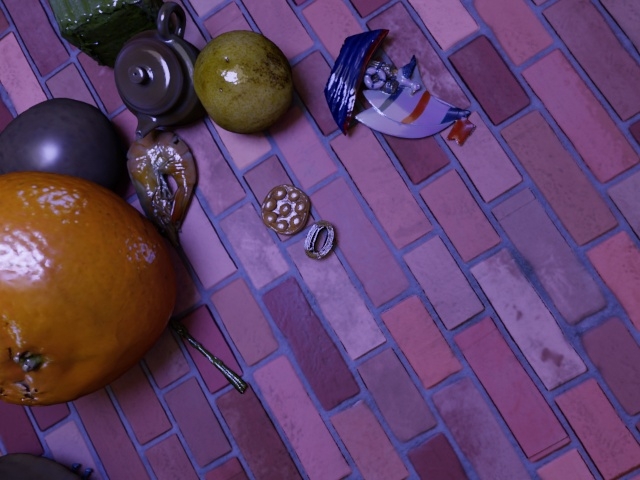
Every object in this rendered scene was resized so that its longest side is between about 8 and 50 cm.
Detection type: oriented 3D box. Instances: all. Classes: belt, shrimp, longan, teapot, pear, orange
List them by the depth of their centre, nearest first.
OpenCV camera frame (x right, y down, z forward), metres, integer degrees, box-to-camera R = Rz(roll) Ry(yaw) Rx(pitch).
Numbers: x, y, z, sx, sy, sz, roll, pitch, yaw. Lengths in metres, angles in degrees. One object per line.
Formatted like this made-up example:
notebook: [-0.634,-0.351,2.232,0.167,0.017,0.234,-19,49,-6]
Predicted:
orange: [-0.478,0.092,0.748,0.422,0.326,0.425,-5,125,-7]
pear: [-0.141,-0.313,0.832,0.197,0.197,0.198,-1,86,8]
teapot: [-0.323,-0.337,0.846,0.185,0.175,0.268,18,106,0]
belt: [0.000,0.000,0.873,0.059,0.036,0.084,23,90,3]
longan: [-0.536,-0.176,0.879,0.245,0.215,0.246,5,74,-18]
shrimp: [-0.339,-0.114,0.921,0.145,0.061,0.268,-11,83,-2]

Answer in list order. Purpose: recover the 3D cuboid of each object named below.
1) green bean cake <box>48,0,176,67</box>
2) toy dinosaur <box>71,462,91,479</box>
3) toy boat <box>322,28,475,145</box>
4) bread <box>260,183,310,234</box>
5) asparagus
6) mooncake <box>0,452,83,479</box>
green bean cake: [-0.424,-0.466,0.877,0.200,0.214,0.113,-18,89,5]
toy dinosaur: [-0.544,0.531,0.915,0.197,0.045,0.081,16,100,5]
toy boat: [0.142,-0.278,0.865,0.219,0.072,0.318,-43,91,1]
bread: [-0.074,-0.066,0.893,0.109,0.024,0.110,0,88,8]
asparagus: [-0.247,0.242,0.902,0.232,0.022,0.023,40,137,7]
mooncake: [-0.621,0.640,0.816,0.393,0.246,0.394,-29,89,15]
